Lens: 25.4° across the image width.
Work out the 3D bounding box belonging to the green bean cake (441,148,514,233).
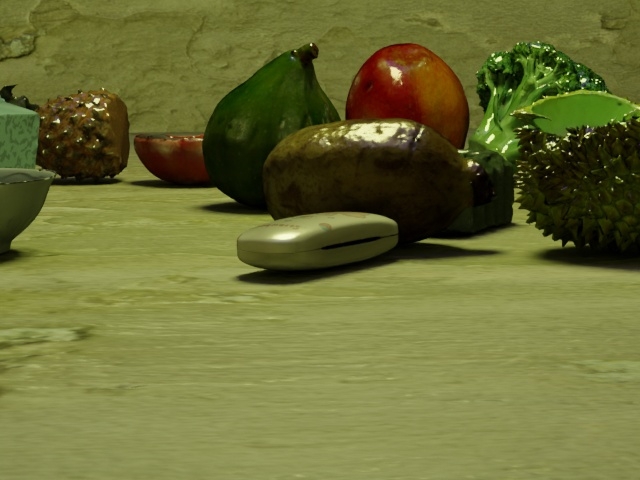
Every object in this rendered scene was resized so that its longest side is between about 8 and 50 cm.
[{"bbox_3d":[0.124,-0.057,1.713,0.183,0.094,0.185,5,14,29],"label":"green bean cake"}]

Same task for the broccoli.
[{"bbox_3d":[0.345,-0.184,2.245,0.241,0.261,0.269,-27,57,-17],"label":"broccoli"}]

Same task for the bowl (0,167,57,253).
[{"bbox_3d":[-0.374,-0.028,1.513,0.189,0.086,0.189,-1,9,0],"label":"bowl"}]

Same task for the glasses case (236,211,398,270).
[{"bbox_3d":[0.000,0.000,1.400,0.081,0.051,0.204,7,10,35],"label":"glasses case"}]

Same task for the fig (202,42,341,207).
[{"bbox_3d":[-0.055,-0.160,1.934,0.195,0.245,0.195,11,19,-4],"label":"fig"}]

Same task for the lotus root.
[{"bbox_3d":[0.062,-0.061,1.535,0.260,0.145,0.128,3,45,15],"label":"lotus root"}]

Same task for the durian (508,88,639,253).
[{"bbox_3d":[0.314,-0.073,1.473,0.236,0.177,0.200,9,1,23],"label":"durian"}]

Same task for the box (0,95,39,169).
[{"bbox_3d":[-0.517,-0.132,2.061,0.130,0.162,0.227,15,13,26],"label":"box"}]

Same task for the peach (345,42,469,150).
[{"bbox_3d":[0.136,-0.215,2.316,0.199,0.243,0.243,-21,2,16],"label":"peach"}]

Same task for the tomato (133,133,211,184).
[{"bbox_3d":[-0.216,-0.131,2.289,0.166,0.082,0.174,2,2,-13],"label":"tomato"}]

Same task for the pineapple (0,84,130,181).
[{"bbox_3d":[-0.501,-0.174,2.356,0.364,0.166,0.165,-1,7,8],"label":"pineapple"}]
